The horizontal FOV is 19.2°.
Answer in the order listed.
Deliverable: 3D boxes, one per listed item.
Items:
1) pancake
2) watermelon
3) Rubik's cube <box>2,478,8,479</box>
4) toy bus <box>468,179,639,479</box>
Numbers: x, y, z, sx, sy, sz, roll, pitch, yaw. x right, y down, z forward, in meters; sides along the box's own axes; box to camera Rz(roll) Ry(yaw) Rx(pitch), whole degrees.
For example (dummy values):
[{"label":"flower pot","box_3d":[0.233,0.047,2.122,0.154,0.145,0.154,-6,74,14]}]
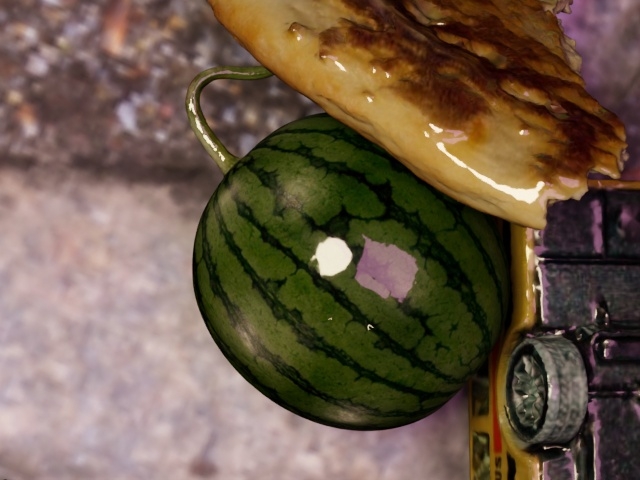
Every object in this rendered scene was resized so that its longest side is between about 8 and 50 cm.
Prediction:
[{"label":"pancake","box_3d":[0.064,-0.108,0.896,0.266,0.057,0.244,38,38,22]},{"label":"watermelon","box_3d":[0.000,0.000,0.874,0.187,0.140,0.141,43,73,7]},{"label":"Rubik's cube","box_3d":[-0.164,0.268,0.830,0.234,0.284,0.250,-38,73,4]},{"label":"toy bus","box_3d":[0.134,0.141,0.913,0.121,0.123,0.335,1,86,-21]}]
